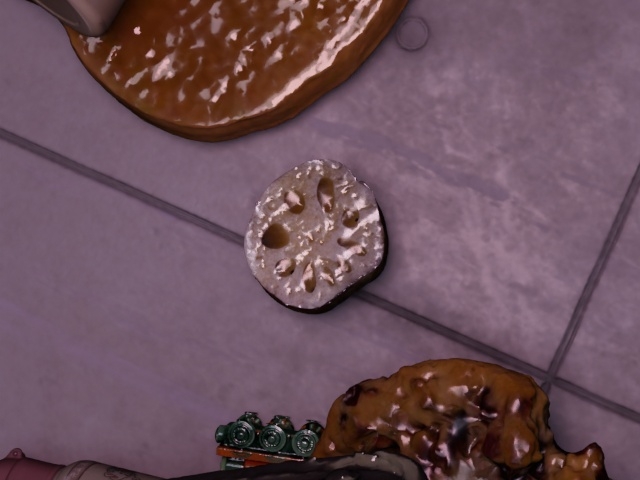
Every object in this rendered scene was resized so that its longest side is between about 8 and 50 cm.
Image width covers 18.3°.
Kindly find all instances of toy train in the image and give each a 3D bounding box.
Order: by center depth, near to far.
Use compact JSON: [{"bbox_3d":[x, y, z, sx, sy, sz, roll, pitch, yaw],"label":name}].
[{"bbox_3d":[-0.039,0.181,1.662,0.103,0.044,0.064,8,99,9],"label":"toy train"}]

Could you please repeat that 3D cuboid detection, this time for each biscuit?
[{"bbox_3d":[0.112,0.260,1.566,0.289,0.081,0.334,-5,101,26],"label":"biscuit"},{"bbox_3d":[-0.081,-0.290,1.675,0.365,0.062,0.385,38,94,11],"label":"biscuit"}]

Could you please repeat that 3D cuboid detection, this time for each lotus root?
[{"bbox_3d":[-0.002,-0.003,1.643,0.122,0.081,0.112,-36,81,6],"label":"lotus root"}]

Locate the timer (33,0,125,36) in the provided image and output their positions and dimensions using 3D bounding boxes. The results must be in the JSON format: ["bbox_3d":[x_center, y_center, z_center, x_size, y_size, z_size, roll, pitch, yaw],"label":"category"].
[{"bbox_3d":[-0.159,-0.316,1.597,0.175,0.175,0.266,39,82,8],"label":"timer"}]

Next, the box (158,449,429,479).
[{"bbox_3d":[-0.030,0.335,1.538,0.359,0.091,0.350,-11,115,25],"label":"box"}]

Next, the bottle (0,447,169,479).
[{"bbox_3d":[-0.175,0.241,1.644,0.233,0.110,0.110,12,90,8],"label":"bottle"}]
